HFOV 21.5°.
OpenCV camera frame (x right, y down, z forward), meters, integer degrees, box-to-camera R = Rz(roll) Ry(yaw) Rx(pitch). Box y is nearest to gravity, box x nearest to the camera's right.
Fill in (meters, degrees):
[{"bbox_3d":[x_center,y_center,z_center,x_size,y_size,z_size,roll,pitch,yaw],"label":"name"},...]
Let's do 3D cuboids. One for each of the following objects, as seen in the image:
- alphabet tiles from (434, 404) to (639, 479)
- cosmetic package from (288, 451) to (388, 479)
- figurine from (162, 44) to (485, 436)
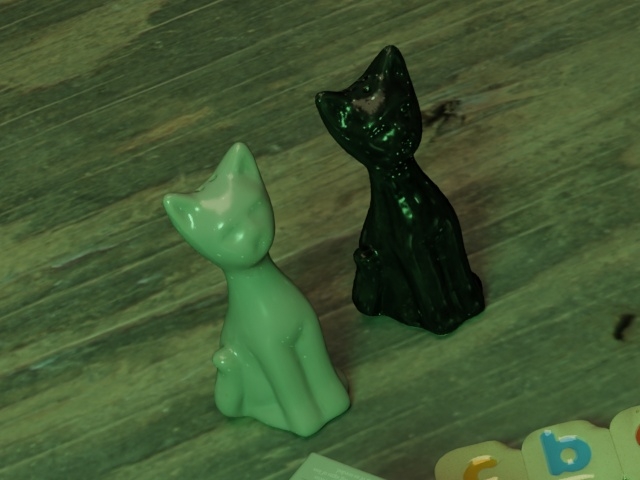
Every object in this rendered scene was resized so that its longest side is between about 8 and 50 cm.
[{"bbox_3d":[0.164,0.206,0.961,0.284,0.021,0.278,-14,37,4],"label":"alphabet tiles"},{"bbox_3d":[-0.014,0.240,0.896,0.127,0.107,0.238,17,57,42],"label":"cosmetic package"},{"bbox_3d":[0.000,0.000,1.153,0.215,0.209,0.092,-34,38,-23],"label":"figurine"}]
